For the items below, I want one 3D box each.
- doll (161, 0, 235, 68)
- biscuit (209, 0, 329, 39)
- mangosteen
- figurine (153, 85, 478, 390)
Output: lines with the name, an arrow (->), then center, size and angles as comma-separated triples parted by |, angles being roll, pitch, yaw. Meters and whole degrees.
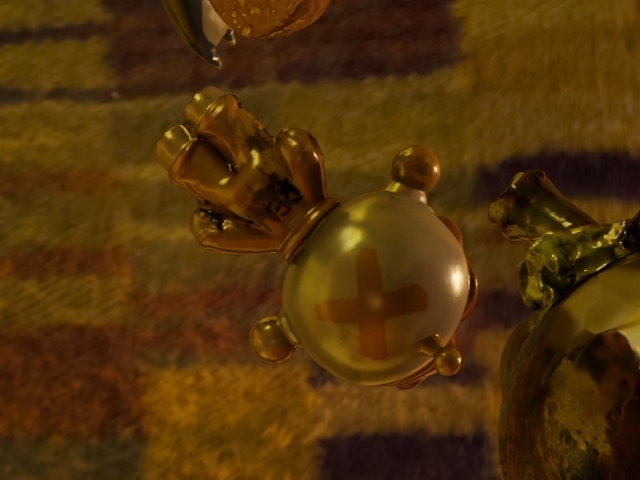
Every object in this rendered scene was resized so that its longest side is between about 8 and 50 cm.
doll -> -0.061, -0.124, 0.626 | 0.027, 0.037, 0.125 | 2, 139, 27
biscuit -> -0.005, -0.174, 0.504 | 0.158, 0.035, 0.240 | 52, 145, 31
mangosteen -> 0.189, 0.069, 0.858 | 0.231, 0.231, 0.289 | -38, 70, 15
figurine -> 0.002, -0.005, 0.591 | 0.101, 0.068, 0.143 | -26, 87, 11
